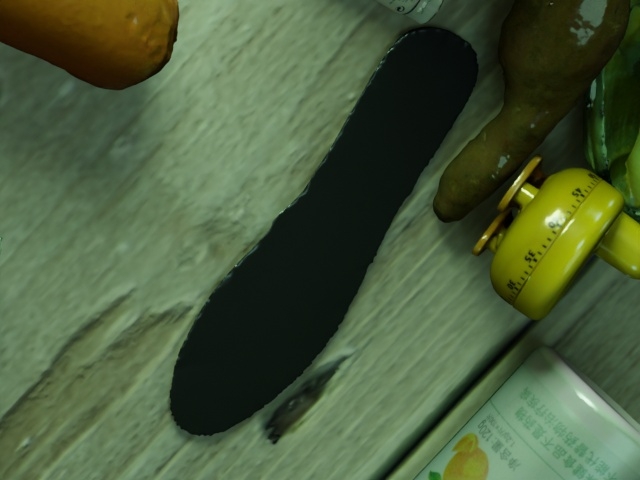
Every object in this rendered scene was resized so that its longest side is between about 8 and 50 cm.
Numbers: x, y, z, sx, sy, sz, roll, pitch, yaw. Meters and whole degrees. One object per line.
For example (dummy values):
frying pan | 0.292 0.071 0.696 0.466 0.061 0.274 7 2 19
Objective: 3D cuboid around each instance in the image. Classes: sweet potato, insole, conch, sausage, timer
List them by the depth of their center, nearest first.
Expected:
sausage | -0.154 -0.139 0.911 0.197 0.076 0.076 24 106 -39
sweet potato | 0.145 -0.116 1.097 0.075 0.075 0.269 3 125 -31
insole | 0.000 0.000 1.131 0.109 0.007 0.322 21 107 -39
timer | 0.167 0.007 1.147 0.107 0.109 0.107 -52 171 -12
conch | 0.225 -0.071 1.170 0.095 0.079 0.200 -27 117 -5

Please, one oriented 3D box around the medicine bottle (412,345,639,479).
medicine bottle | 0.118 0.216 1.255 0.274 0.133 0.133 -48 130 6

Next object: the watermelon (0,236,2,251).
watermelon | -0.242 0.079 1.010 0.101 0.080 0.155 1 135 -20

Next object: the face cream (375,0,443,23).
face cream | 0.027 -0.163 1.033 0.115 0.020 0.038 22 107 -37
